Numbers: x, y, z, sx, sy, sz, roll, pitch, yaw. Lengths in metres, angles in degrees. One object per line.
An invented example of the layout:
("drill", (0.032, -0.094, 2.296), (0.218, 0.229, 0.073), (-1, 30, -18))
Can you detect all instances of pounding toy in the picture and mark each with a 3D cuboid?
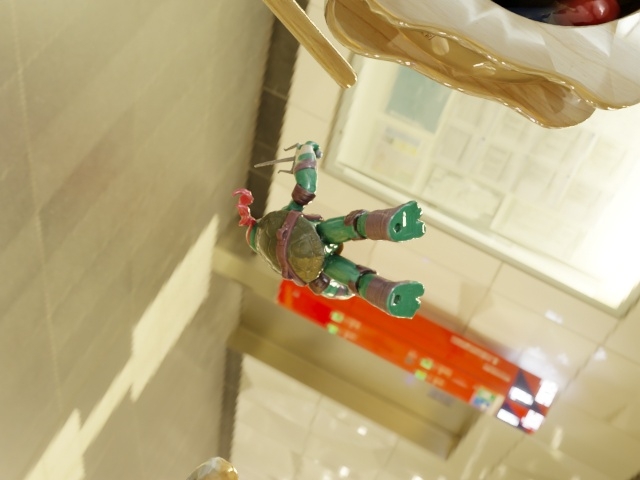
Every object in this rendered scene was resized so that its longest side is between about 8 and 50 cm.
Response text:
("pounding toy", (0.068, -0.164, 0.557), (0.155, 0.269, 0.154), (168, -59, -76))

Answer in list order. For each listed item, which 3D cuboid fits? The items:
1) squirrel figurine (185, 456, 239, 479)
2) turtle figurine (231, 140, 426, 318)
("squirrel figurine", (-0.150, 0.258, 0.650), (0.370, 0.281, 0.397), (-27, 159, 32))
("turtle figurine", (0.000, 0.000, 1.037), (0.118, 0.234, 0.175), (-35, 124, -33))
